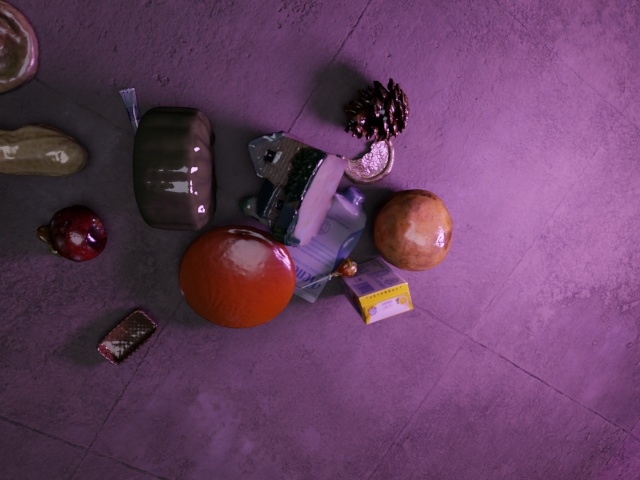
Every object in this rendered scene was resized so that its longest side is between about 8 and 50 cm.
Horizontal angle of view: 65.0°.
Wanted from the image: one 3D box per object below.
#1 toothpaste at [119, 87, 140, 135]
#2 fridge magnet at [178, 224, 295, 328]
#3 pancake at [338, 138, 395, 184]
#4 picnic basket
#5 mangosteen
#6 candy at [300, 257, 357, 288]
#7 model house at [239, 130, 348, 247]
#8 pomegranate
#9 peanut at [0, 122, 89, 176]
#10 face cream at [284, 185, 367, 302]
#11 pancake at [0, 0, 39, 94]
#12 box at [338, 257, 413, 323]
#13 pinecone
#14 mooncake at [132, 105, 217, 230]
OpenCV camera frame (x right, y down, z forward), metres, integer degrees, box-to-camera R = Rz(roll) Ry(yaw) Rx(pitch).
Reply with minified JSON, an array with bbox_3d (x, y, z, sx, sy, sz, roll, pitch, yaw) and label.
[{"bbox_3d":[-0.545,-0.358,1.475,0.045,0.028,0.169,-12,105,-3],"label":"toothpaste"},{"bbox_3d":[-0.259,0.114,1.576,0.364,0.155,0.363,-2,116,-4],"label":"fridge magnet"},{"bbox_3d":[0.163,-0.274,1.665,0.184,0.020,0.190,29,96,-17],"label":"pancake"},{"bbox_3d":[-0.617,0.305,1.613,0.193,0.055,0.110,-40,108,0],"label":"picnic basket"},{"bbox_3d":[-0.720,-0.014,1.464,0.180,0.166,0.166,-17,109,19],"label":"mangosteen"},{"bbox_3d":[0.027,0.118,1.662,0.201,0.060,0.060,-24,108,1],"label":"candy"},{"bbox_3d":[-0.114,-0.166,1.500,0.284,0.243,0.298,30,102,22],"label":"model house"},{"bbox_3d":[0.298,-0.031,1.627,0.282,0.281,0.280,-3,105,-12],"label":"pomegranate"},{"bbox_3d":[-0.811,-0.248,1.382,0.314,0.152,0.152,-1,104,-10],"label":"peanut"},{"bbox_3d":[0.000,0.000,1.665,0.235,0.137,0.420,31,107,-20],"label":"face cream"},{"bbox_3d":[-0.910,-0.518,1.339,0.295,0.049,0.294,-3,106,-12],"label":"pancake"},{"bbox_3d":[0.173,0.159,1.649,0.169,0.265,0.097,-17,109,-10],"label":"box"},{"bbox_3d":[0.174,-0.400,1.560,0.205,0.179,0.184,-1,82,4],"label":"pinecone"},{"bbox_3d":[-0.390,-0.199,1.404,0.188,0.351,0.350,3,103,-2],"label":"mooncake"}]
